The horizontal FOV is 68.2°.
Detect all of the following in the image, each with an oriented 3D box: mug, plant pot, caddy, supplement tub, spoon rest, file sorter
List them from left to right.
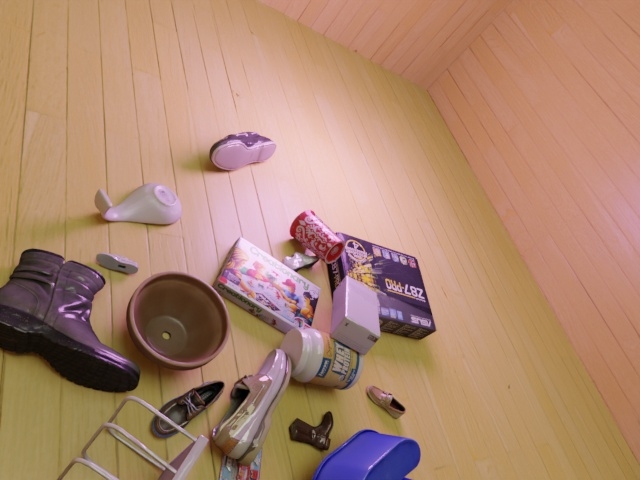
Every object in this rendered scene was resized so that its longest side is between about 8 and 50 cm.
[{"bbox_3d":[-0.360,0.435,0.792,0.173,0.193,0.278,39,37,-5],"label":"file sorter"},{"bbox_3d":[-0.486,-0.097,1.270,0.137,0.084,0.276,56,24,11],"label":"spoon rest"},{"bbox_3d":[-0.340,0.199,1.094,0.237,0.110,0.237,27,40,-25],"label":"plant pot"},{"bbox_3d":[0.001,0.320,1.283,0.199,0.144,0.144,20,44,-30],"label":"supplement tub"},{"bbox_3d":[0.004,-0.008,1.578,0.169,0.113,0.150,41,19,30],"label":"mug"},{"bbox_3d":[0.109,0.599,1.111,0.341,0.179,0.242,-12,89,-49],"label":"caddy"}]

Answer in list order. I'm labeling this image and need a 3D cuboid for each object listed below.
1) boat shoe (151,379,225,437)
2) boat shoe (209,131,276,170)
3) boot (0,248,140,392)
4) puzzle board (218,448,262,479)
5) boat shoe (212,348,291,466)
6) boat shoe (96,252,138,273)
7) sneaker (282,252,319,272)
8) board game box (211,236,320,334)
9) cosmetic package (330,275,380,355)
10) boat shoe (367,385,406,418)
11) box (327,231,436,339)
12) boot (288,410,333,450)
[{"bbox_3d":[-0.285,0.357,1.036,0.066,0.066,0.183,51,37,6],"label":"boat shoe"},{"bbox_3d":[-0.286,-0.320,1.643,0.095,0.112,0.335,37,28,17],"label":"boat shoe"},{"bbox_3d":[-0.498,0.155,0.986,0.338,0.118,0.223,36,32,-20],"label":"boot"},{"bbox_3d":[-0.176,0.512,1.045,0.096,0.011,0.128,27,40,-24],"label":"puzzle board"},{"bbox_3d":[-0.155,0.364,1.118,0.103,0.113,0.302,36,34,-11],"label":"boat shoe"},{"bbox_3d":[-0.493,0.051,1.151,0.100,0.035,0.035,20,16,-25],"label":"boat shoe"},{"bbox_3d":[-0.060,0.063,1.539,0.152,0.054,0.061,-14,64,-49],"label":"sneaker"},{"bbox_3d":[-0.148,0.142,1.380,0.305,0.053,0.193,34,38,-16],"label":"board game box"},{"bbox_3d":[0.098,0.208,1.347,0.117,0.086,0.231,31,24,-9],"label":"cosmetic package"},{"bbox_3d":[0.200,0.476,1.414,0.135,0.045,0.050,39,37,-9],"label":"boat shoe"},{"bbox_3d":[0.210,0.163,1.673,0.394,0.097,0.319,19,48,-30],"label":"box"},{"bbox_3d":[-0.024,0.472,1.213,0.114,0.037,0.106,27,38,-17],"label":"boot"}]
